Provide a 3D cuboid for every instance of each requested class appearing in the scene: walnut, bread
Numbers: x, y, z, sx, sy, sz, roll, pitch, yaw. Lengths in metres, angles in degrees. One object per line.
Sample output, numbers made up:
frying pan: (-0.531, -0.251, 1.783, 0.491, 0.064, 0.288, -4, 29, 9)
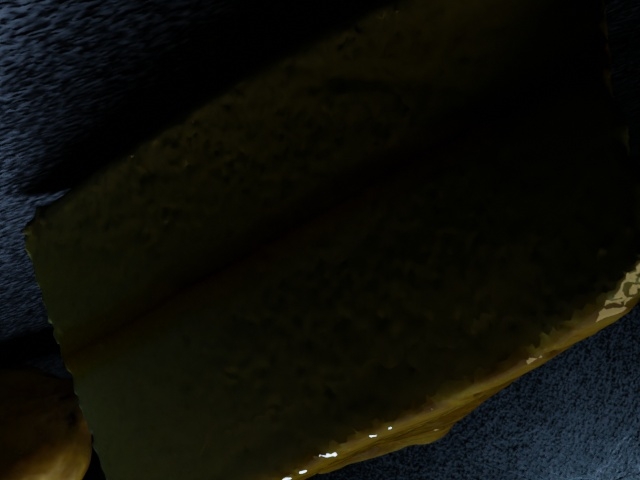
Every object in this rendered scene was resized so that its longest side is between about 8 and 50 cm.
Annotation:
walnut: (-0.365, 0.240, 1.541, 0.336, 0.209, 0.209, -34, 170, 11)
bread: (0.000, 0.000, 0.812, 0.245, 0.233, 0.362, -17, 167, -22)

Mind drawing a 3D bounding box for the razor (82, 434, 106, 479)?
razor: (-0.215, 0.240, 1.656, 0.189, 0.107, 0.327, -21, -144, 55)
